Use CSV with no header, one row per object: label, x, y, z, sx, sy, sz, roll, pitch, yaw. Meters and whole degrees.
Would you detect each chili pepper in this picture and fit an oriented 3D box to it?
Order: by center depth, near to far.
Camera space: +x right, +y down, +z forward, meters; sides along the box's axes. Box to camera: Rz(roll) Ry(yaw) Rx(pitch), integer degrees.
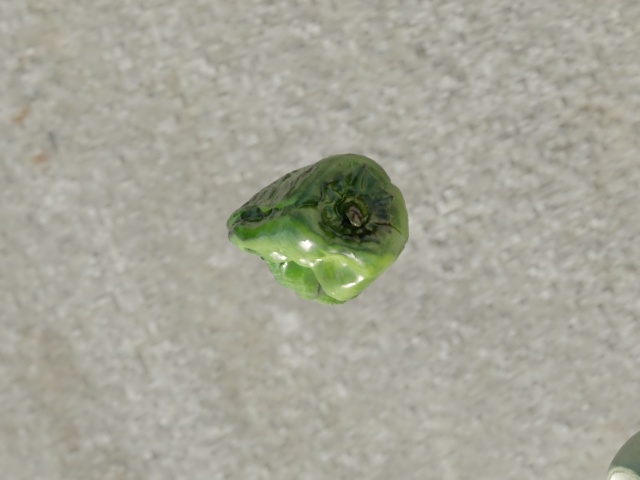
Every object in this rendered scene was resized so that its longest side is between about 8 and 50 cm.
chili pepper,-0.001,0.001,0.420,0.030,0.034,0.091,64,173,4

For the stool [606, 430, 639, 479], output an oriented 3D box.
stool,0.304,0.127,1.045,0.195,0.199,0.195,54,139,-2
